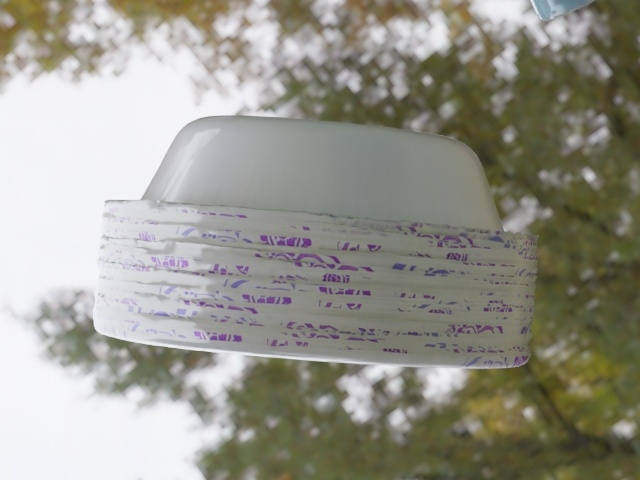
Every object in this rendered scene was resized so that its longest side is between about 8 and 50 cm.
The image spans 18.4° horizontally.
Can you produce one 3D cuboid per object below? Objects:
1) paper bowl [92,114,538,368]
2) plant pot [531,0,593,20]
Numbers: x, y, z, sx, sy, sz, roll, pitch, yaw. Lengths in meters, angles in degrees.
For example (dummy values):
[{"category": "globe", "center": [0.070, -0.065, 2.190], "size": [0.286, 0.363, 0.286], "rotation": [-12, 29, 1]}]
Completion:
[{"category": "paper bowl", "center": [0.000, 0.000, 1.275], "size": [0.284, 0.284, 0.148], "rotation": [6, -91, -52]}, {"category": "plant pot", "center": [0.153, -0.320, 1.067], "size": [0.252, 0.248, 0.247], "rotation": [54, -165, -28]}]
